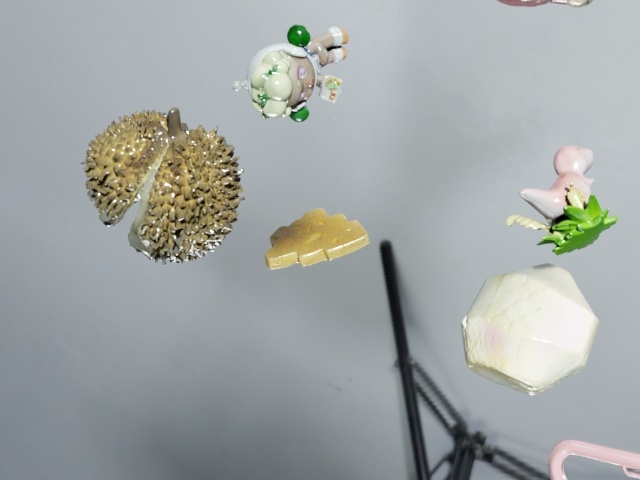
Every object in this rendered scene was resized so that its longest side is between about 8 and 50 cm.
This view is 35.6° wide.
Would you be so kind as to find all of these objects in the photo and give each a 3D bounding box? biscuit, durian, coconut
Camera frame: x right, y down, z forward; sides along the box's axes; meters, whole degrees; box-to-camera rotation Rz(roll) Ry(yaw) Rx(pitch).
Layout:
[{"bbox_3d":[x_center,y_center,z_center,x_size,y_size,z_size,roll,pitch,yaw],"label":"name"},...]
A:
[{"bbox_3d":[0.000,0.000,2.054,0.239,0.212,0.041,4,122,34],"label":"biscuit"},{"bbox_3d":[-0.173,-0.073,1.116,0.196,0.167,0.196,11,134,12],"label":"durian"},{"bbox_3d":[0.393,0.158,1.865,0.259,0.259,0.259,8,120,14],"label":"coconut"}]

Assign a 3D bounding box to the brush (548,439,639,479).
[{"bbox_3d":[0.324,0.239,0.946,0.234,0.047,0.103,8,102,42],"label":"brush"}]

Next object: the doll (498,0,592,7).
[{"bbox_3d":[0.272,-0.416,1.242,0.196,0.152,0.255,26,152,31],"label":"doll"}]

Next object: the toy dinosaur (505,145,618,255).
[{"bbox_3d":[0.424,-0.085,1.713,0.152,0.194,0.177,108,141,-62],"label":"toy dinosaur"}]

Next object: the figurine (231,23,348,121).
[{"bbox_3d":[-0.026,-0.230,1.358,0.093,0.197,0.147,35,140,35],"label":"figurine"}]
